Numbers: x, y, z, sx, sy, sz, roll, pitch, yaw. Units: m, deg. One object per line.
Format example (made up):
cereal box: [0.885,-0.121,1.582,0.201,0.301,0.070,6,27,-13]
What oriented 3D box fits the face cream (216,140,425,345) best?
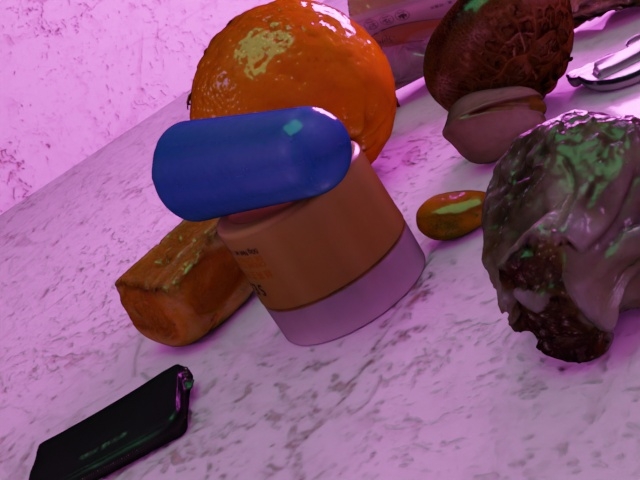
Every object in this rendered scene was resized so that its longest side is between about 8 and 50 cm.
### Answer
face cream: [0.000,0.000,1.547,0.218,0.179,0.218,-28,19,11]

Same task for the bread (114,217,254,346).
bread: [-0.165,0.030,1.803,0.167,0.132,0.294,-7,30,50]

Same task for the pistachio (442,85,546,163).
pistachio: [0.250,-0.170,1.693,0.149,0.113,0.113,-24,21,26]

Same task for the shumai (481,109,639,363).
shumai: [0.247,-0.004,1.170,0.256,0.189,0.218,-23,19,39]

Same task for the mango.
mango: [0.178,-0.036,1.551,0.114,0.057,0.079,-15,18,34]

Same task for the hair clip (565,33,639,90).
hair clip: [0.465,-0.278,1.722,0.220,0.054,0.140,-31,23,11]

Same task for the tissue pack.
tissue pack: [0.227,-0.418,2.166,0.306,0.238,0.238,-12,25,22]

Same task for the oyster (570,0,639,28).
oyster: [0.508,-0.415,1.961,0.294,0.094,0.166,-33,-2,29]

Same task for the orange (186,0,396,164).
orange: [-0.037,-0.216,1.929,0.341,0.340,0.293,-35,51,-9]

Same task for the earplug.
earplug: [-0.073,-0.098,1.442,0.273,0.132,0.132,-5,33,46]

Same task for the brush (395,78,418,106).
brush: [0.157,-0.285,2.226,0.321,0.050,0.060,-28,15,-13]

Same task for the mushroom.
mushroom: [0.272,-0.290,1.772,0.253,0.253,0.153,-35,57,-8]

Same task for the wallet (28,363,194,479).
wallet: [-0.272,0.255,1.553,0.250,0.044,0.149,-29,23,9]
